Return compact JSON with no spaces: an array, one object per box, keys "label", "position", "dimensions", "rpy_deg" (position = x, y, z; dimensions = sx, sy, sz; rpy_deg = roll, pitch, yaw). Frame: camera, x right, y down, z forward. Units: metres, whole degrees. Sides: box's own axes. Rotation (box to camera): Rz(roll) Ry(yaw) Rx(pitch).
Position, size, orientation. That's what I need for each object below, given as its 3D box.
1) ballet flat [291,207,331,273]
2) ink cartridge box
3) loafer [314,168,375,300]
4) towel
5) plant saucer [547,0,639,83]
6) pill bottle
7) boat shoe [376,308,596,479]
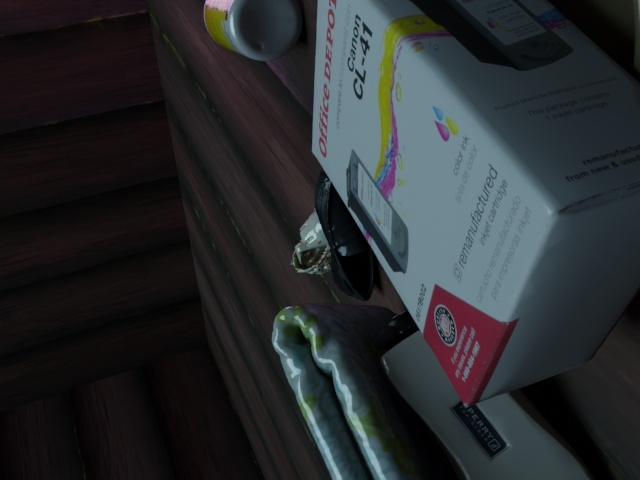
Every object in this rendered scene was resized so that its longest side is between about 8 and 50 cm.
[{"label":"ballet flat","position":[0.000,0.000,1.174],"dimensions":[0.241,0.077,0.091],"rpy_deg":[109,142,-61]},{"label":"ink cartridge box","position":[0.110,-0.066,0.551],"dimensions":[0.226,0.131,0.306],"rpy_deg":[94,152,-49]},{"label":"loafer","position":[0.045,-0.009,1.040],"dimensions":[0.078,0.076,0.223],"rpy_deg":[43,150,50]},{"label":"towel","position":[0.099,0.241,0.813],"dimensions":[0.374,0.090,0.320],"rpy_deg":[63,-168,14]},{"label":"plant saucer","position":[0.166,-0.167,0.568],"dimensions":[0.278,0.041,0.277],"rpy_deg":[164,90,-72]},{"label":"pill bottle","position":[-0.117,-0.358,1.141],"dimensions":[0.215,0.117,0.117],"rpy_deg":[-139,36,-59]},{"label":"boat shoe","position":[0.192,0.213,0.748],"dimensions":[0.340,0.127,0.158],"rpy_deg":[59,-170,10]}]
